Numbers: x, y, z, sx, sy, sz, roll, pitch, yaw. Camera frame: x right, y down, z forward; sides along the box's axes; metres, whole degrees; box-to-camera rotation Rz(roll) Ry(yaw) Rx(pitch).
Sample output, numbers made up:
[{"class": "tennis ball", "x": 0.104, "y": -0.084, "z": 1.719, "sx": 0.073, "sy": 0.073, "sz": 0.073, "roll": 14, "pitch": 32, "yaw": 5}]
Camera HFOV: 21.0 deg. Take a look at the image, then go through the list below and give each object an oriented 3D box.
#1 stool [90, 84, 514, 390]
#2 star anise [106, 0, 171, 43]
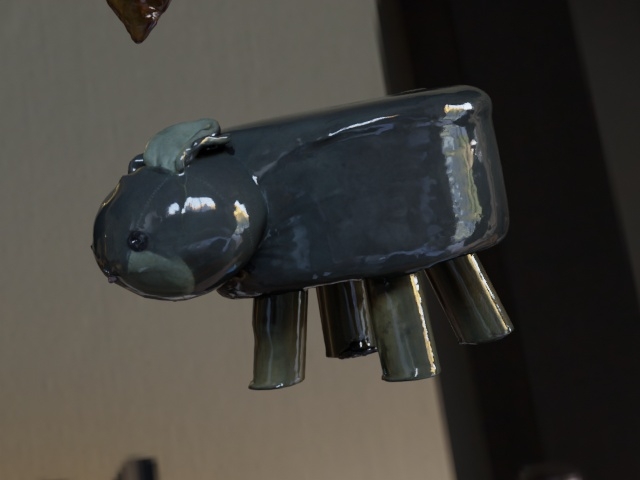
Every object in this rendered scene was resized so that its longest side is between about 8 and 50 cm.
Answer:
[{"class": "stool", "x": -0.004, "y": 0.000, "z": 0.861, "sx": 0.228, "sy": 0.139, "sz": 0.153, "roll": -12, "pitch": 5, "yaw": -16}, {"class": "star anise", "x": -0.109, "y": -0.197, "z": 1.006, "sx": 0.057, "sy": 0.168, "sz": 0.168, "roll": 8, "pitch": -20, "yaw": -20}]
